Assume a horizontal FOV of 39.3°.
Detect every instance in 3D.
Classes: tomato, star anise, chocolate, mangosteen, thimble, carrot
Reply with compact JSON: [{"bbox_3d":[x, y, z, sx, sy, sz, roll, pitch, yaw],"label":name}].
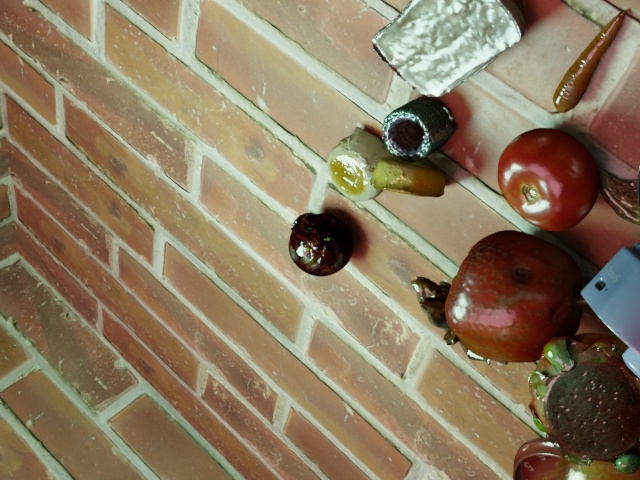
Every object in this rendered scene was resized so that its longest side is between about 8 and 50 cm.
[{"bbox_3d":[0.422,-0.115,1.653,0.195,0.136,0.195,35,143,32],"label":"tomato"},{"bbox_3d":[0.312,0.183,2.002,0.288,0.288,0.088,45,101,13],"label":"star anise"},{"bbox_3d":[0.242,-0.393,1.663,0.185,0.100,0.303,47,149,-8],"label":"chocolate"},{"bbox_3d":[0.001,0.008,2.251,0.172,0.172,0.184,55,179,-1],"label":"mangosteen"},{"bbox_3d":[0.200,-0.231,1.855,0.118,0.090,0.135,58,145,-6],"label":"thimble"},{"bbox_3d":[0.460,-0.306,1.536,0.048,0.048,0.216,42,138,17],"label":"carrot"}]

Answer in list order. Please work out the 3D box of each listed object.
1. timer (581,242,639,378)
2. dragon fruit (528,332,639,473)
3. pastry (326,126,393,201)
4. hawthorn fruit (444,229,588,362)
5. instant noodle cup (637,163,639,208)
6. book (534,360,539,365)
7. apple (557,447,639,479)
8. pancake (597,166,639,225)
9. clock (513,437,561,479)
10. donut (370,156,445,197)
[{"bbox_3d":[0.607,0.174,1.513,0.395,0.395,0.173,43,103,16],"label":"timer"},{"bbox_3d":[0.522,0.298,1.692,0.268,0.130,0.295,-20,103,19],"label":"dragon fruit"},{"bbox_3d":[0.091,-0.168,2.042,0.166,0.088,0.166,27,137,28],"label":"pastry"},{"bbox_3d":[0.397,0.114,1.778,0.300,0.275,0.275,3,122,31],"label":"hawthorn fruit"},{"bbox_3d":[0.667,-0.097,1.274,0.340,0.266,0.340,29,137,31],"label":"instant noodle cup"},{"bbox_3d":[0.508,0.295,1.951,0.017,0.103,0.135,-45,79,11],"label":"book"},{"bbox_3d":[0.631,0.500,1.813,0.301,0.301,0.301,30,139,30],"label":"apple"},{"bbox_3d":[0.581,-0.096,1.589,0.184,0.020,0.190,46,144,13],"label":"pancake"},{"bbox_3d":[0.598,0.588,2.100,0.318,0.080,0.318,26,137,27],"label":"clock"},{"bbox_3d":[0.188,-0.136,1.894,0.178,0.162,0.065,-103,21,-79],"label":"donut"}]
